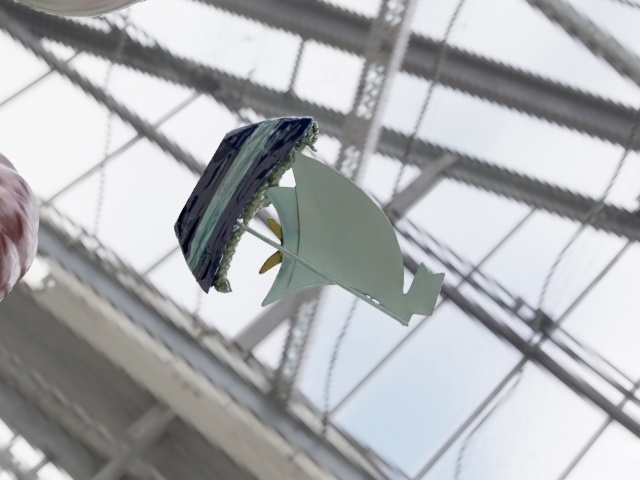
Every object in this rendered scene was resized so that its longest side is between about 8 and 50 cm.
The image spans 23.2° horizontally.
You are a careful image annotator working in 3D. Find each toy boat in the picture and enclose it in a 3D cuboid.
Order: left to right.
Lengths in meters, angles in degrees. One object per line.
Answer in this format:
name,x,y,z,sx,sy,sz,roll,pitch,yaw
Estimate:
toy boat,0.000,0.000,1.669,0.291,0.220,0.067,30,0,-1

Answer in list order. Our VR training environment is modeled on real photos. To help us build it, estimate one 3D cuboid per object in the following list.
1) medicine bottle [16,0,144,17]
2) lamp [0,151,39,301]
medicine bottle,-0.109,-0.285,1.098,0.202,0.316,0.202,8,-67,19
lamp,-0.413,-0.018,1.659,0.227,0.227,0.227,26,-42,27
